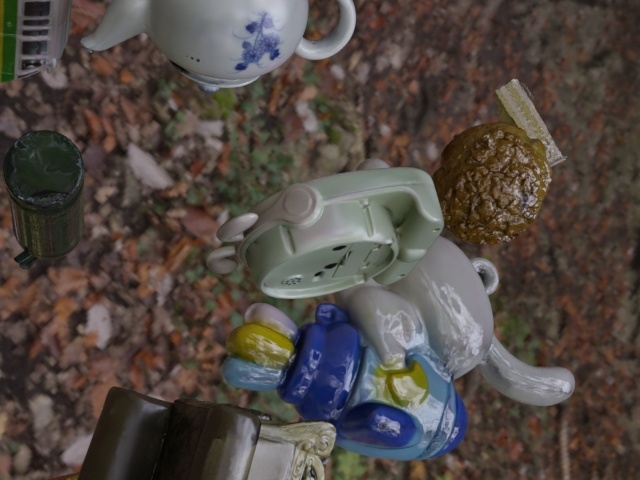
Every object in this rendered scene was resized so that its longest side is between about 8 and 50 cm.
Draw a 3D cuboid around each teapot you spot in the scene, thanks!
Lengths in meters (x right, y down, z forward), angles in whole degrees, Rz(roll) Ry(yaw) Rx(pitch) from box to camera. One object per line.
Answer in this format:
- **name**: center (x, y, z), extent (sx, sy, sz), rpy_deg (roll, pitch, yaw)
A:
- **teapot**: center (-0.148, -0.333, 1.749), extent (0.424, 0.252, 0.280), rpy_deg (-3, 138, -20)

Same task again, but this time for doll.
- **doll**: center (0.080, 0.134, 1.389), extent (0.365, 0.376, 0.187), rpy_deg (-39, 161, -27)

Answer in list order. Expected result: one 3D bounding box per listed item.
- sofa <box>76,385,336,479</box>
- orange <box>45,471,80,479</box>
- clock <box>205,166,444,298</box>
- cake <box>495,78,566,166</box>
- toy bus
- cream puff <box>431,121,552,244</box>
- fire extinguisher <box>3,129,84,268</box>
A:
- **sofa**: center (-0.135, 0.222, 1.011), extent (0.182, 0.258, 0.200), rpy_deg (25, 75, -30)
- **orange**: center (-0.296, 0.343, 1.372), extent (0.156, 0.156, 0.134), rpy_deg (-24, 101, -35)
- **clock**: center (0.000, 0.000, 0.993), extent (0.191, 0.062, 0.151), rpy_deg (-8, 159, -17)
- **cake**: center (0.247, -0.137, 1.434), extent (0.052, 0.121, 0.065), rpy_deg (-21, 170, -28)
- **toy bus**: center (-0.465, -0.374, 1.744), extent (0.179, 0.143, 0.305), rpy_deg (3, 147, -15)
- **cream puff**: center (0.189, -0.056, 1.277), extent (0.126, 0.103, 0.144), rpy_deg (17, 127, -15)
- **fire extinguisher**: center (-0.357, -0.037, 1.489), extent (0.114, 0.095, 0.311), rpy_deg (-47, 177, -18)
